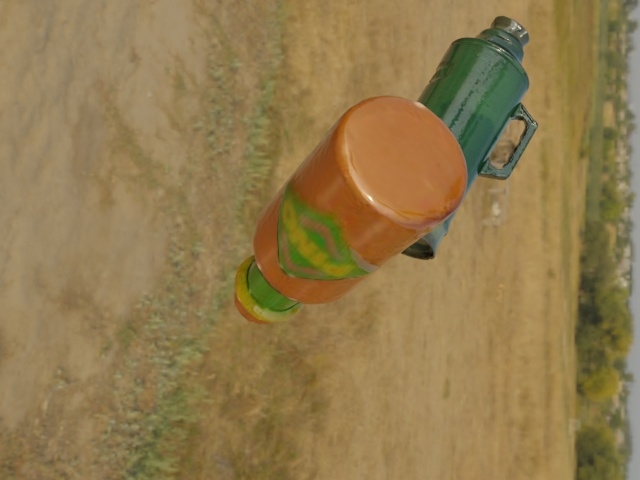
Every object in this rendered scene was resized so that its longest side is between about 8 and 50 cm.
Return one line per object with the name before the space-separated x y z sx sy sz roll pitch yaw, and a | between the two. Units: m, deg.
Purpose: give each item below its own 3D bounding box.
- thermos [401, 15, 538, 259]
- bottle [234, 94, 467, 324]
thermos | 0.100 -0.081 0.604 0.187 0.083 0.073 -58 148 -13
bottle | 0.000 0.000 0.432 0.187 0.069 0.069 -46 -154 56
